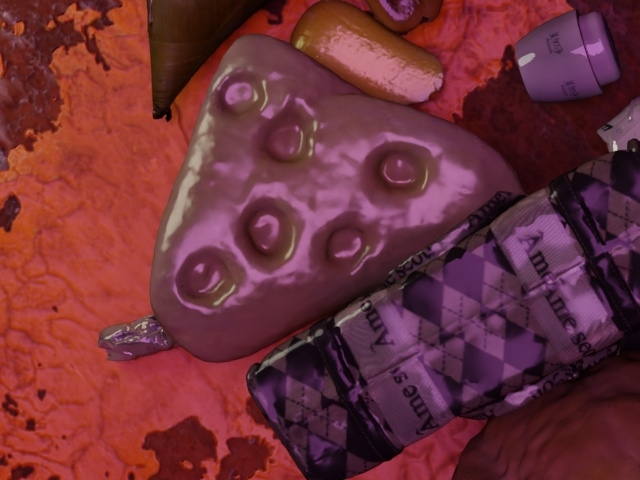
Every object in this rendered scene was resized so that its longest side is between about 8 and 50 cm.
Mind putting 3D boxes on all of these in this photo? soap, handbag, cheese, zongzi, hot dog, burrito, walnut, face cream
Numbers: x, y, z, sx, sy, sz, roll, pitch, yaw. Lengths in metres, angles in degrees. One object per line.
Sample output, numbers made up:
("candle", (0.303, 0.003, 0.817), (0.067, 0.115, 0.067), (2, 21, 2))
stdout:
("soap", (0.047, -0.189, 1.869), (0.168, 0.033, 0.089), (33, 98, 8))
("handbag", (0.165, 0.061, 1.660), (0.416, 0.317, 0.180), (-30, 86, 13))
("cheese", (0.000, 0.000, 1.809), (0.351, 0.129, 0.328), (27, 84, 5))
("zongzi", (-0.077, -0.254, 1.854), (0.228, 0.115, 0.256), (-1, 95, 4))
("hot dog", (0.077, -0.287, 1.857), (0.090, 0.060, 0.140), (-29, 92, 3))
("burrito", (-0.150, 0.091, 1.890), (0.185, 0.041, 0.045), (-19, 95, 10))
("walnut", (0.292, 0.283, 1.661), (0.381, 0.381, 0.381), (0, 89, 8))
("face cream", (0.253, -0.186, 1.811), (0.095, 0.091, 0.091), (-18, 86, 15))

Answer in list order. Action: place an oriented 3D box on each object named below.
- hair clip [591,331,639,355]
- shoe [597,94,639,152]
("hair clip", (0.265, 0.102, 1.816), (0.257, 0.075, 0.146), (0, 95, 15))
("shoe", (0.340, -0.117, 1.795), (0.110, 0.095, 0.265), (18, 94, 9))
